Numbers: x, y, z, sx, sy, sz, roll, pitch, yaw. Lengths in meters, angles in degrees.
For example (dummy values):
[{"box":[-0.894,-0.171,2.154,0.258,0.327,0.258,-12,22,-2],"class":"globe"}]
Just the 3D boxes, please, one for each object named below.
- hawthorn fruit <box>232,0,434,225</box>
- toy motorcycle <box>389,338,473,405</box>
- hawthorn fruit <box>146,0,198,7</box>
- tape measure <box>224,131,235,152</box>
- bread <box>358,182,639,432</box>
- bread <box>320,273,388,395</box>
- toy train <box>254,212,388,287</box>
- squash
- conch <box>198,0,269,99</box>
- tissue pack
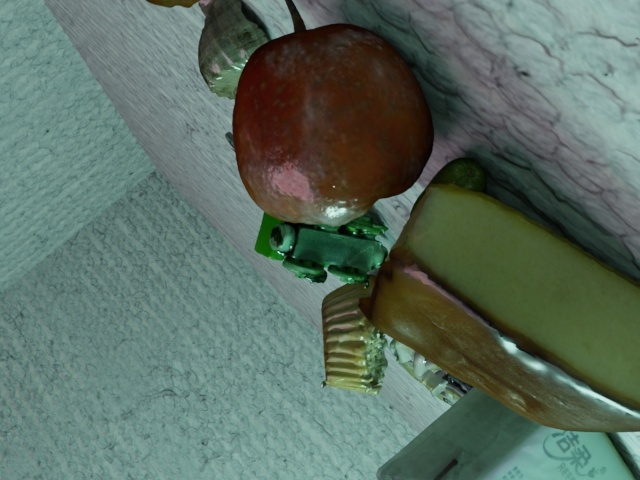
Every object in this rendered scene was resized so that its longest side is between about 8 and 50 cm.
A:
[{"box":[0.006,-0.131,0.776,0.235,0.231,0.263,21,157,44],"class":"hawthorn fruit"},{"box":[0.238,0.259,1.498,0.222,0.108,0.341,54,169,-9],"class":"toy motorcycle"},{"box":[-0.205,-0.404,0.914,0.149,0.149,0.188,23,130,64],"class":"hawthorn fruit"},{"box":[-0.076,-0.152,1.313,0.196,0.105,0.178,35,161,53],"class":"tape measure"},{"box":[0.217,0.096,0.823,0.324,0.143,0.333,31,166,6],"class":"bread"},{"box":[0.080,0.209,1.545,0.150,0.273,0.274,1,157,6],"class":"bread"},{"box":[0.000,0.000,1.283,0.243,0.132,0.188,10,-172,-35],"class":"toy train"},{"box":[0.160,-0.049,0.882,0.066,0.066,0.252,47,168,5],"class":"squash"},{"box":[-0.130,-0.307,1.098,0.155,0.130,0.207,-17,93,42],"class":"conch"},{"box":[0.346,0.445,1.153,0.404,0.332,0.205,53,172,-20],"class":"tissue pack"}]
